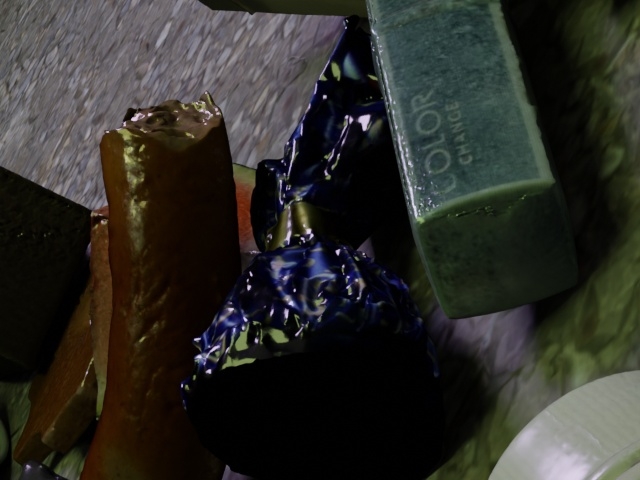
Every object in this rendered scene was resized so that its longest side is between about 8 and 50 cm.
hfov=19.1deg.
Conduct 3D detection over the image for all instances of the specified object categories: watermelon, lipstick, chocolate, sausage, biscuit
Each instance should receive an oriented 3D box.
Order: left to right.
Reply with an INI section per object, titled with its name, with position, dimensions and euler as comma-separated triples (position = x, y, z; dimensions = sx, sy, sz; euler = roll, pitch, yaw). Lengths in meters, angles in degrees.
[biscuit]
position = -0.170, 0.079, 1.432
dimensions = 0.215, 0.034, 0.182
euler = -61, 18, 6
[sausage]
position = -0.091, 0.066, 1.087
dimensions = 0.103, 0.076, 0.302
euler = 20, 109, 51
[watermelon]
position = -0.061, 0.027, 1.176
dimensions = 0.145, 0.137, 0.193
euler = 9, 68, 32
[chocolate]
position = 0.003, -0.003, 1.029
dimensions = 0.343, 0.126, 0.148
euler = -86, -10, -55
[lipstick]
position = 0.069, -0.078, 0.968
dimensions = 0.077, 0.076, 0.290
euler = -14, 37, 6

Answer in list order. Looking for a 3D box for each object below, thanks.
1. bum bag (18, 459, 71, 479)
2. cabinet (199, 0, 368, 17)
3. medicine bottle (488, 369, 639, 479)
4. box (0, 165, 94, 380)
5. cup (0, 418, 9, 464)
[bum bag]
position = -0.239, 0.286, 1.282
dimensions = 0.326, 0.079, 0.142
euler = -56, 14, 23
[cabinet]
position = -0.021, -0.312, 1.226
dimensions = 0.318, 0.227, 0.290
euler = 14, 77, 57
[medicine bottle]
position = 0.133, 0.126, 0.521
dimensions = 0.139, 0.139, 0.237
euler = -59, 19, 7
[box]
position = -0.306, 0.015, 1.576
dimensions = 0.143, 0.184, 0.273
euler = -66, 12, -12
[cup]
position = -0.428, 0.250, 1.572
dimensions = 0.317, 0.212, 0.212
euler = -57, 21, 13
